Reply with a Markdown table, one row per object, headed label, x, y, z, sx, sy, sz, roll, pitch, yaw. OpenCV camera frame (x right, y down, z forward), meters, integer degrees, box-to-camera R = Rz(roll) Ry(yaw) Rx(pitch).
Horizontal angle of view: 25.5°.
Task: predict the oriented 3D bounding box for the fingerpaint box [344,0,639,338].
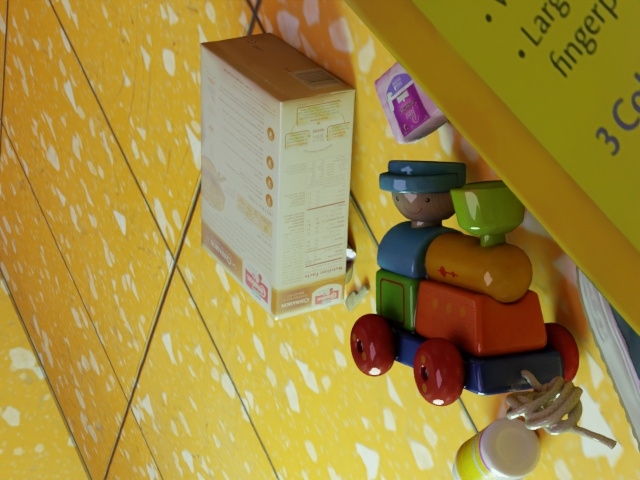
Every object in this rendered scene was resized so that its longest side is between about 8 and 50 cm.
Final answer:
| label | x | y | z | sx | sy | sz | roll | pitch | yaw |
| --- | --- | --- | --- | --- | --- | --- | --- | --- | --- |
| fingerpaint box | 0.165 | -0.190 | 0.289 | 0.371 | 0.163 | 0.445 | 50 | 141 | 18 |

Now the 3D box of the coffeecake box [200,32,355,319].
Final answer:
| label | x | y | z | sx | sy | sz | roll | pitch | yaw |
| --- | --- | --- | --- | --- | --- | --- | --- | --- | --- |
| coffeecake box | -0.038 | -0.054 | 1.133 | 0.142 | 0.068 | 0.186 | 40 | 135 | 50 |

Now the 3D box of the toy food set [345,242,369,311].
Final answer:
| label | x | y | z | sx | sy | sz | roll | pitch | yaw |
| --- | --- | --- | --- | --- | --- | --- | --- | --- | --- |
| toy food set | 0.000 | 0.000 | 1.183 | 0.122 | 0.019 | 0.078 | 65 | 157 | 13 |

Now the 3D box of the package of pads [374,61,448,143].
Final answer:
| label | x | y | z | sx | sy | sz | roll | pitch | yaw |
| --- | --- | --- | --- | --- | --- | --- | --- | --- | --- |
| package of pads | 0.068 | -0.098 | 0.926 | 0.050 | 0.032 | 0.083 | 69 | 158 | 6 |

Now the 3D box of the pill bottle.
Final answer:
| label | x | y | z | sx | sy | sz | roll | pitch | yaw |
| --- | --- | --- | --- | --- | --- | --- | --- | --- | --- |
| pill bottle | 0.121 | 0.156 | 1.002 | 0.043 | 0.043 | 0.083 | 64 | 157 | 14 |

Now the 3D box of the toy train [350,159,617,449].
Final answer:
| label | x | y | z | sx | sy | sz | roll | pitch | yaw |
| --- | --- | --- | --- | --- | --- | --- | --- | --- | --- |
| toy train | 0.110 | 0.027 | 0.868 | 0.248 | 0.105 | 0.143 | -165 | 71 | -63 |

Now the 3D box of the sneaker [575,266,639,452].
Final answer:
| label | x | y | z | sx | sy | sz | roll | pitch | yaw |
| --- | --- | --- | --- | --- | --- | --- | --- | --- | --- |
| sneaker | 0.219 | 0.087 | 0.648 | 0.282 | 0.099 | 0.153 | 66 | 160 | 17 |
